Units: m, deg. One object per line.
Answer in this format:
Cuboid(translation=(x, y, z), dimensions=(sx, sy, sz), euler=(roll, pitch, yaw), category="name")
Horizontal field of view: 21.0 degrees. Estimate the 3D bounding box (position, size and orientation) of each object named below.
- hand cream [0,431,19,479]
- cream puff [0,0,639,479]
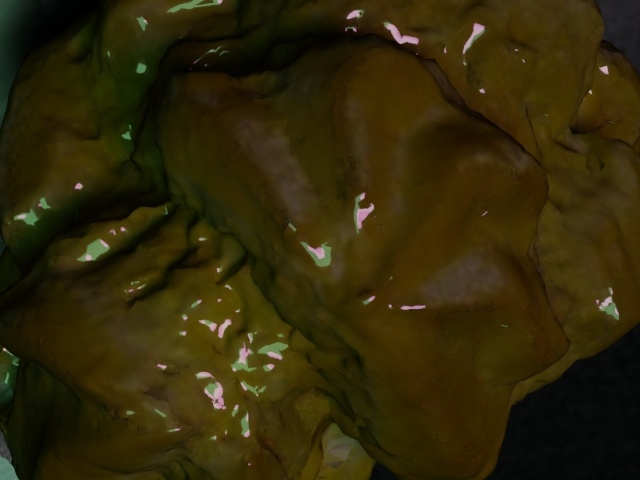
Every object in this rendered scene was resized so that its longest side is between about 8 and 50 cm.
Cuboid(translation=(-0.082, 0.105, 0.616), dimensions=(0.057, 0.037, 0.165), euler=(-38, 109, 9), category="hand cream")
Cuboid(translation=(-0.004, -0.004, 0.497), dimensions=(0.221, 0.195, 0.195), euler=(-42, 115, 7), category="cream puff")
